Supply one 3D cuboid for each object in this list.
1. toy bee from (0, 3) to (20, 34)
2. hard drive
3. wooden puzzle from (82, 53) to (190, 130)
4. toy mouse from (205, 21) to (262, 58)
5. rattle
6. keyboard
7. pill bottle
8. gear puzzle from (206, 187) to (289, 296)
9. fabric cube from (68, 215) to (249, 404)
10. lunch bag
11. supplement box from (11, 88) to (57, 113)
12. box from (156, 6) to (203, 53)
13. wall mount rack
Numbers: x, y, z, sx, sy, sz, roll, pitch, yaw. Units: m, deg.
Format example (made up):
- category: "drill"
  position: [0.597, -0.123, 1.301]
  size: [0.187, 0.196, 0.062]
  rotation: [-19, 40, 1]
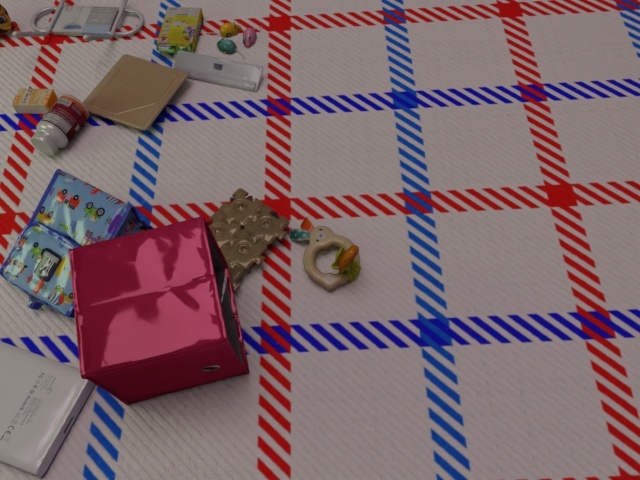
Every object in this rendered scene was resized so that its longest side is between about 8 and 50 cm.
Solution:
- category: "toy bee"
  position: [-0.960, -0.621, 1.935]
  size: [0.298, 0.162, 0.196]
  rotation: [-20, 63, 20]
- category: "hard drive"
  position: [-0.640, 0.318, 1.346]
  size: [0.318, 0.040, 0.210]
  rotation: [15, 59, 13]
- category: "wooden puzzle"
  position: [-0.497, -0.396, 1.807]
  size: [0.238, 0.044, 0.221]
  rotation: [17, 60, 20]
- category: "toy mouse"
  position: [-0.237, -0.572, 1.906]
  size: [0.160, 0.031, 0.143]
  rotation: [-15, 57, -6]
- category: "rattle"
  position: [0.000, 0.000, 1.460]
  size: [0.130, 0.143, 0.200]
  rotation: [-32, 65, 5]
- category: "keyboard"
  position: [-0.283, -0.464, 1.835]
  size: [0.255, 0.014, 0.072]
  rotation: [14, 81, 12]
- category: "pill bottle"
  position: [-0.668, -0.293, 1.720]
  size: [0.086, 0.086, 0.152]
  rotation: [19, 60, 15]
- category: "gear puzzle"
  position: [-0.225, 0.043, 1.504]
  size: [0.175, 0.044, 0.339]
  rotation: [33, 67, 20]
- category: "fabric cube"
  position: [-0.301, 0.143, 1.291]
  size: [0.258, 0.254, 0.259]
  rotation: [-14, 66, -4]
- category: "lunch bag"
  position: [-0.558, 0.026, 1.500]
  size: [0.220, 0.138, 0.293]
  rotation: [25, 74, 17]
- category: "supplement box"
  position: [-0.768, -0.375, 1.809]
  size: [0.098, 0.036, 0.062]
  rotation: [1, 56, 5]
- category: "box"
  position: [-0.402, -0.595, 1.927]
  size: [0.105, 0.043, 0.179]
  rotation: [3, 55, 5]
- category: "wall mount rack"
  position: [-0.700, -0.636, 1.919]
  size: [0.349, 0.131, 0.304]
  rotation: [4, 57, 7]
